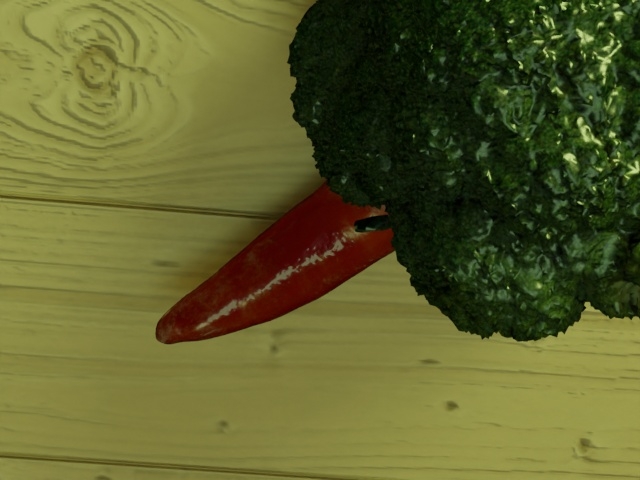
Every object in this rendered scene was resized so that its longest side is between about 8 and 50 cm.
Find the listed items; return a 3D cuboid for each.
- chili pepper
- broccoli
[{"bbox_3d":[0.000,0.000,0.986,0.272,0.063,0.071,-34,119,17],"label":"chili pepper"},{"bbox_3d":[0.139,-0.084,0.824,0.304,0.321,0.283,-24,153,26],"label":"broccoli"}]
